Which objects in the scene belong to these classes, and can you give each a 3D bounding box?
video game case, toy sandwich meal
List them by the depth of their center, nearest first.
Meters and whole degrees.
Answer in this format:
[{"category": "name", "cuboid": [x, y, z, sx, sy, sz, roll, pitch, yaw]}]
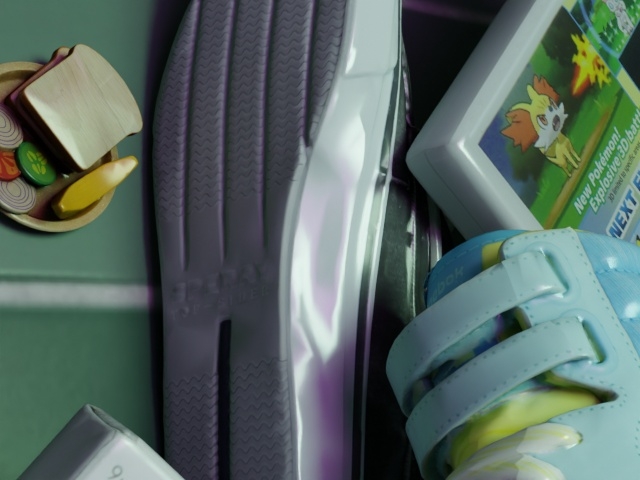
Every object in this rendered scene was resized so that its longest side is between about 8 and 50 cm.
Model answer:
[{"category": "toy sandwich meal", "cuboid": [-0.112, -0.044, 0.577, 0.086, 0.029, 0.085, 19, 60, -37]}, {"category": "video game case", "cuboid": [0.205, -0.039, 0.702, 0.300, 0.036, 0.329, 49, 51, -20]}]

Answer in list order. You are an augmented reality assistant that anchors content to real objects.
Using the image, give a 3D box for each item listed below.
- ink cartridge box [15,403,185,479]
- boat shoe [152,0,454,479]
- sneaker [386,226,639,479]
[{"category": "ink cartridge box", "cuboid": [-0.060, 0.236, 0.471, 0.239, 0.060, 0.275, -48, 109, -13]}, {"category": "boat shoe", "cuboid": [0.000, 0.000, 0.619, 0.119, 0.121, 0.335, 19, 71, -45]}, {"category": "sneaker", "cuboid": [0.058, 0.102, 0.466, 0.319, 0.127, 0.208, -14, 61, -46]}]
